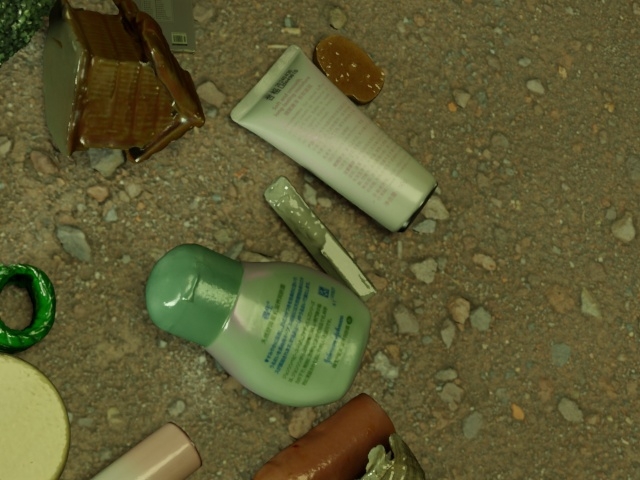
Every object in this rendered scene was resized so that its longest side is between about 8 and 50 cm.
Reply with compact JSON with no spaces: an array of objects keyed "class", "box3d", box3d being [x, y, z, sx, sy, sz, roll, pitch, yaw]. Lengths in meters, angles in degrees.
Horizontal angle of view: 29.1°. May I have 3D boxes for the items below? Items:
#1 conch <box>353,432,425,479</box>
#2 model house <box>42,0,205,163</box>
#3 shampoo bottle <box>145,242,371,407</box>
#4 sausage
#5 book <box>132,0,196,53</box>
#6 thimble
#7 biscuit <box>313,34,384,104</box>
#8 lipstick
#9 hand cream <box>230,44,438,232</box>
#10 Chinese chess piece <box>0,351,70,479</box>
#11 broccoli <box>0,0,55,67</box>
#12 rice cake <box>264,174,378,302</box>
[{"class":"conch","box3d":[0.099,0.400,1.917,0.163,0.245,0.178,4,35,5]},{"class":"model house","box3d":[-0.308,-0.253,1.943,0.229,0.219,0.199,5,33,-28]},{"class":"shampoo bottle","box3d":[-0.106,0.121,1.930,0.350,0.151,0.221,24,73,-17]},{"class":"sausage","box3d":[0.001,0.352,1.937,0.259,0.113,0.113,-34,91,-28]},{"class":"book","box3d":[-0.275,-0.403,2.075,0.127,0.014,0.181,-1,76,-24]},{"class":"thimble","box3d":[-0.450,0.099,1.819,0.118,0.090,0.130,-14,83,-29]},{"class":"biscuit","box3d":[0.041,-0.295,2.179,0.140,0.023,0.118,47,64,-6]},{"class":"lipstick","box3d":[-0.324,0.392,1.794,0.327,0.087,0.087,-35,91,-27]},{"class":"hand cream","box3d":[0.035,-0.161,2.103,0.359,0.118,0.185,40,70,-1]},{"class":"Chinese chess piece","box3d":[-0.482,0.281,1.752,0.251,0.097,0.250,6,74,-23]},{"class":"broccoli","box3d":[-0.509,-0.385,1.776,0.338,0.318,0.277,15,102,-57]},{"class":"rice cake","box3d":[0.000,0.000,2.060,0.052,0.057,0.256,-41,94,-29]}]
